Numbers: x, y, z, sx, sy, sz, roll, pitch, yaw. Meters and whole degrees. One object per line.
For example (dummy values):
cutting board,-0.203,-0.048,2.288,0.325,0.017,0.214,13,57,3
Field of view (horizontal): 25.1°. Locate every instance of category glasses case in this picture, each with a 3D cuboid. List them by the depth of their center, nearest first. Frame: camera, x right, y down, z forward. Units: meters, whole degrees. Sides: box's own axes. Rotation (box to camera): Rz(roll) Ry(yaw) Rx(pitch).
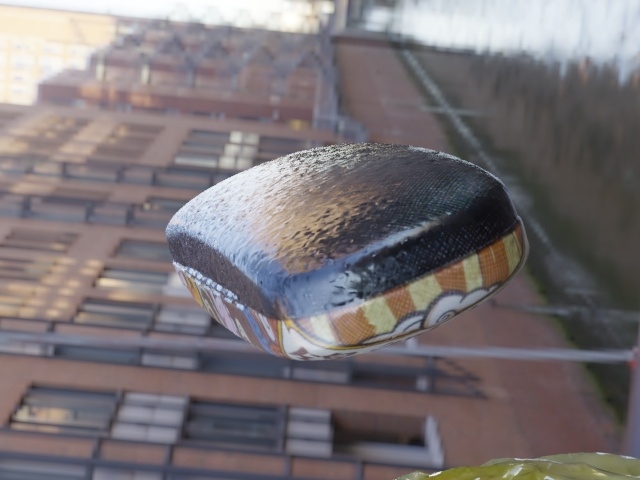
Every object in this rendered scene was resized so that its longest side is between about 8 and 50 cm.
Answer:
glasses case,0.000,0.000,0.731,0.321,0.122,0.082,-162,53,-74

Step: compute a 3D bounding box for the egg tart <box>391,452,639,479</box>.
egg tart,0.093,0.237,0.478,0.388,0.388,0.169,-86,-3,-55
